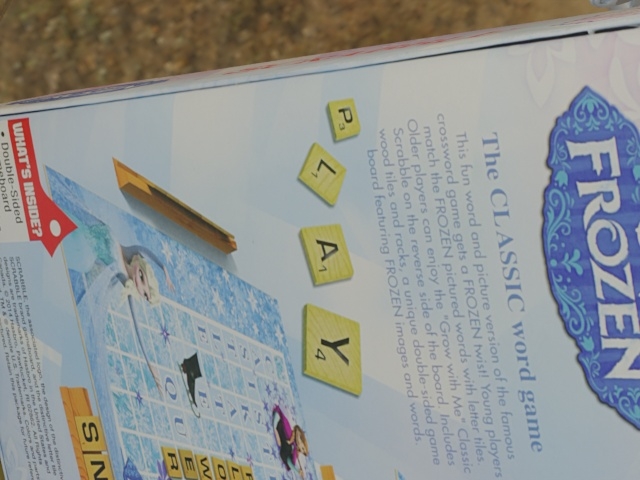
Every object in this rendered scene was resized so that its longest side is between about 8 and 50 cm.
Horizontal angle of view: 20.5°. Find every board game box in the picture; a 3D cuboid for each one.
[{"bbox_3d":[0.025,0.099,0.542,0.318,0.066,0.319,-2,102,44],"label":"board game box"}]

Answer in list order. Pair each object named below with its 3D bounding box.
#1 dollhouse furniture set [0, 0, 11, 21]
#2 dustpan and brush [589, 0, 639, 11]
[{"bbox_3d":[-0.187,-0.161,0.772,0.256,0.362,0.394,37,151,-31],"label":"dollhouse furniture set"},{"bbox_3d":[0.256,-0.206,1.376,0.060,0.211,0.147,50,127,26],"label":"dustpan and brush"}]
